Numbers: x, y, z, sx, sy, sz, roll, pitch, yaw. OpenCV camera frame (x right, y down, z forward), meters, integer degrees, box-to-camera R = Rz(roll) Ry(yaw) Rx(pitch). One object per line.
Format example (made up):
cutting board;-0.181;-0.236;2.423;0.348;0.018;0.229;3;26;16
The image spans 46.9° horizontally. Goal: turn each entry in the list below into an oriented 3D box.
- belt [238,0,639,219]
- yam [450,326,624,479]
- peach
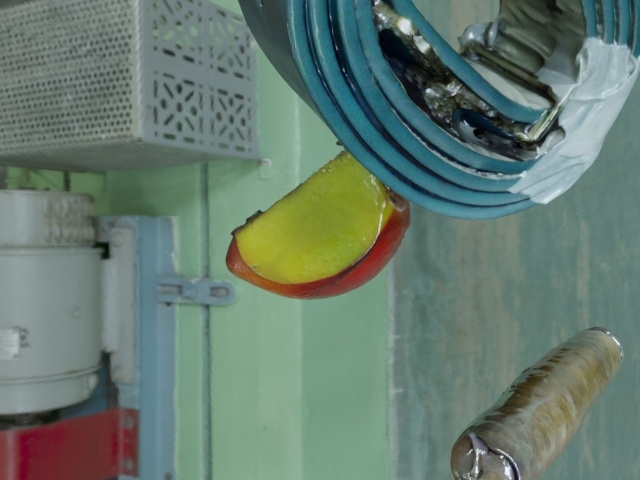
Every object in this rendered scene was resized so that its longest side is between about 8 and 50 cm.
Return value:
belt;0.121;-0.201;0.671;0.300;0.437;0.173;-46;46;11
yam;0.137;0.095;0.439;0.046;0.264;0.046;3;97;32
peach;0.005;0.004;1.006;0.267;0.159;0.153;-36;69;13
